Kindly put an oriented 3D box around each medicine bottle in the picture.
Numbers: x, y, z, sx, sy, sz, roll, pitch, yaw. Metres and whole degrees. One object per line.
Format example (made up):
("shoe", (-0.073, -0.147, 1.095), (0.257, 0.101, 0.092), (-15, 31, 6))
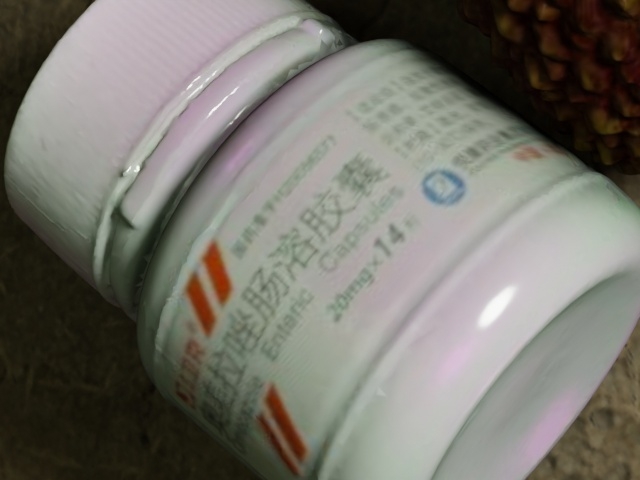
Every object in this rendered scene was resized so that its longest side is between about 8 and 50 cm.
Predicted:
("medicine bottle", (0.000, 0.000, 1.037), (0.302, 0.241, 0.241), (39, 109, 22))

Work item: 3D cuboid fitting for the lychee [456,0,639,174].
("lychee", (0.171, -0.155, 0.953), (0.271, 0.271, 0.271), (1, 92, 28))
